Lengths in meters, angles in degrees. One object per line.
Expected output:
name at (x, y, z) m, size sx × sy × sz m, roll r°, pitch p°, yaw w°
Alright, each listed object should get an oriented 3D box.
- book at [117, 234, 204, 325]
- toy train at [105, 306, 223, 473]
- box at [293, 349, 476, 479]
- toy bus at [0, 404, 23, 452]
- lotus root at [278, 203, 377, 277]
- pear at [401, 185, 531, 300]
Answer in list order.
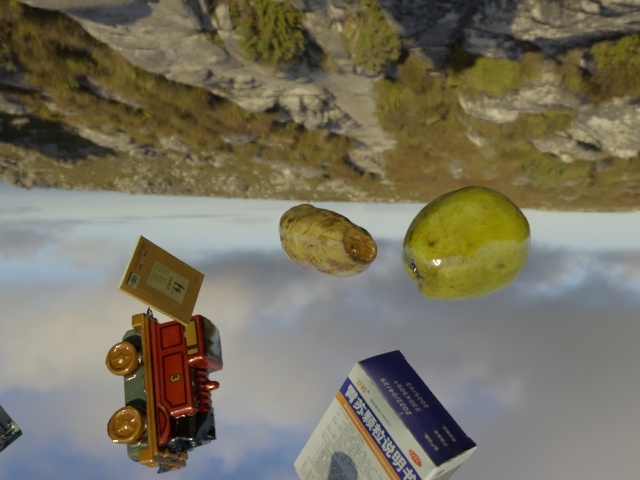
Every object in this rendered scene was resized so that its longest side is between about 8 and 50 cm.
book at (-0.308, 0.081, 1.121) m, size 0.012 × 0.118 × 0.172 m, roll -12°, pitch 142°, yaw 37°
toy train at (-0.331, 0.308, 1.253) m, size 0.231 × 0.369 × 0.163 m, roll -17°, pitch 152°, yaw 7°
box at (0.091, 0.359, 0.946) m, size 0.106 × 0.300 × 0.200 m, roll -4°, pitch -137°, yaw -41°
toy bus at (-0.747, 0.391, 1.269) m, size 0.076 × 0.167 × 0.073 m, roll 3°, pitch -146°, yaw 47°
lotus root at (0.000, 0.000, 0.845) m, size 0.110 × 0.097 × 0.258 m, roll 33°, pitch 175°, yaw -20°
pear at (0.324, 0.010, 1.283) m, size 0.307 × 0.253 × 0.253 m, roll -27°, pitch -167°, yaw -19°
